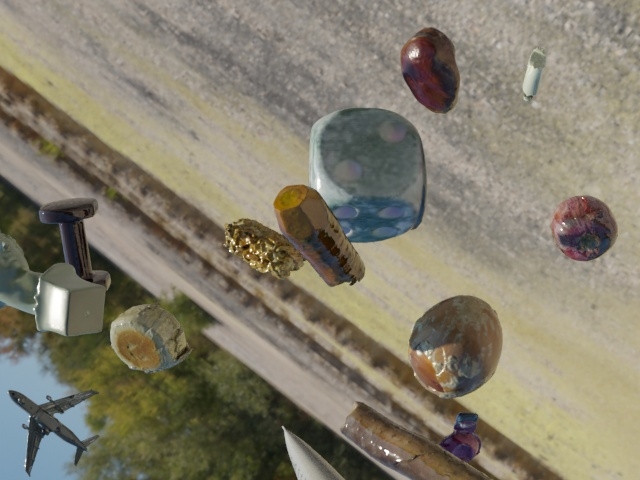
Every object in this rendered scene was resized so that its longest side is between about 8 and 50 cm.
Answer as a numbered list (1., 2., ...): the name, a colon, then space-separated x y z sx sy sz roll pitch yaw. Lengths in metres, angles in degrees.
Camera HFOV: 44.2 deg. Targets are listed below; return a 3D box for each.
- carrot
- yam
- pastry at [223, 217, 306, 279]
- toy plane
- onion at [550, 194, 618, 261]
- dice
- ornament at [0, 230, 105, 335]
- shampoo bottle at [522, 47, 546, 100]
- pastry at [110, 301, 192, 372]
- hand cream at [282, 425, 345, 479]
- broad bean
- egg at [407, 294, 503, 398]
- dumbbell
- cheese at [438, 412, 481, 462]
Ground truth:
1. carrot: 0.000 0.000 1.683 0.114 0.114 0.302 27 161 42
2. yam: 0.111 0.250 0.897 0.241 0.057 0.057 23 160 46
3. pastry: -0.158 0.015 2.018 0.250 0.102 0.154 25 -161 32
4. toy plane: -0.596 0.401 1.738 0.226 0.226 0.058 45 158 -18
5. onion: 0.629 -0.042 1.902 0.159 0.159 0.195 42 -155 -16
6. dice: 0.139 -0.197 2.463 0.348 0.330 0.328 1 156 -5
7. ornament: -0.463 0.077 1.252 0.285 0.130 0.120 25 -170 18
8. shampoo bottle: 0.412 -0.313 1.529 0.034 0.049 0.141 1 158 6
9. pastry: -0.350 0.202 1.610 0.166 0.088 0.166 14 127 19
10. hand cream: 0.000 0.485 1.557 0.139 0.089 0.314 62 166 -23
11. broad bean: 0.271 -0.404 1.886 0.156 0.122 0.228 24 155 39
12. egg: 0.282 0.218 1.642 0.195 0.195 0.233 35 126 15
13. dumbbell: -0.563 0.017 1.814 0.140 0.124 0.225 -112 17 -74
14. cheese: 0.292 0.414 1.633 0.095 0.145 0.038 3 -151 -10
